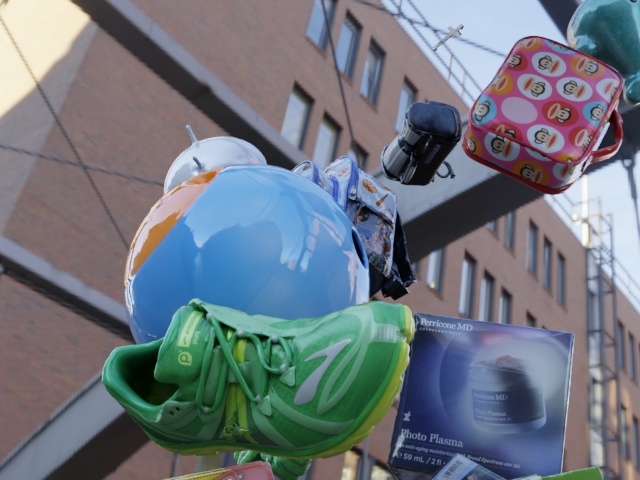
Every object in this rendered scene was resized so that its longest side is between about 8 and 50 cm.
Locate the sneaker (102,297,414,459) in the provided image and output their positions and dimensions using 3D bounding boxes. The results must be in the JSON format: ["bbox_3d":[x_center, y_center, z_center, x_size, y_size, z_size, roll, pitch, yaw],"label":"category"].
[{"bbox_3d":[-0.062,0.106,0.611,0.295,0.110,0.123,-19,-45,34],"label":"sneaker"}]

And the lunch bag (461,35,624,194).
[{"bbox_3d":[0.424,-0.228,1.433,0.258,0.293,0.120,28,-31,18],"label":"lunch bag"}]

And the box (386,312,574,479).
[{"bbox_3d":[0.297,0.310,1.446,0.296,0.294,0.183,6,-26,17],"label":"box"}]

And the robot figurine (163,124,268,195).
[{"bbox_3d":[-0.159,-0.047,1.470,0.199,0.300,0.354,-33,-54,-8],"label":"robot figurine"}]

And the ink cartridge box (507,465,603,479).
[{"bbox_3d":[0.304,0.430,1.104,0.096,0.189,0.255,-5,-20,-25],"label":"ink cartridge box"}]

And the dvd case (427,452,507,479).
[{"bbox_3d":[0.193,0.387,1.041,0.022,0.180,0.253,55,-17,-18],"label":"dvd case"}]

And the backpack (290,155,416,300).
[{"bbox_3d":[0.000,0.000,1.232,0.276,0.263,0.213,-31,-66,36],"label":"backpack"}]

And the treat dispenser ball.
[{"bbox_3d":[-0.085,0.054,0.928,0.288,0.288,0.288,8,-32,5],"label":"treat dispenser ball"}]

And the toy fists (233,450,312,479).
[{"bbox_3d":[-0.102,0.472,1.785,0.096,0.142,0.279,33,-34,-26],"label":"toy fists"}]

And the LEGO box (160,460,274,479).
[{"bbox_3d":[-0.332,0.499,1.108,0.499,0.193,0.372,-4,-31,-27],"label":"LEGO box"}]

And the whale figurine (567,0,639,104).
[{"bbox_3d":[0.609,-0.391,1.561,0.216,0.272,0.141,-5,-34,-14],"label":"whale figurine"}]

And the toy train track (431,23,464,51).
[{"bbox_3d":[0.281,-0.443,1.732,0.083,0.048,0.014,-38,-45,10],"label":"toy train track"}]

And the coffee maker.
[{"bbox_3d":[0.233,-0.208,1.683,0.171,0.120,0.178,-12,-23,-24],"label":"coffee maker"}]
